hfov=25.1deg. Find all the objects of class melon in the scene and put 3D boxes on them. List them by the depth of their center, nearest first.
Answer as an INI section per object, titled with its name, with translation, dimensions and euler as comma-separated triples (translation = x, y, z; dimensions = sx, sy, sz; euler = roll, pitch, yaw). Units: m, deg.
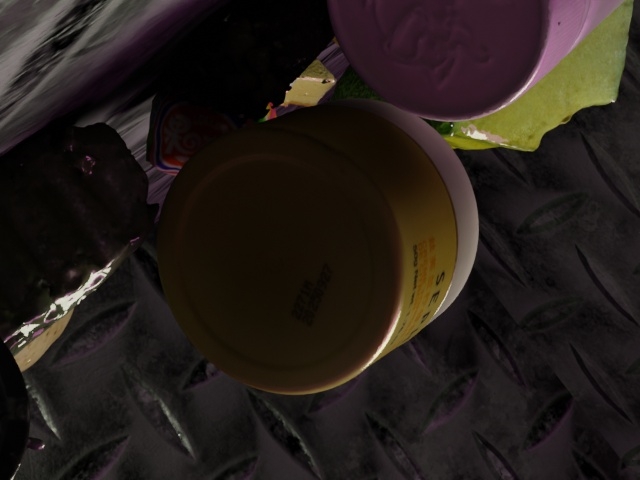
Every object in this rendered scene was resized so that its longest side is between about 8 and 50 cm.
[melon]
translation = 0.151, -0.180, 1.582
dimensions = 0.343, 0.226, 0.331
euler = 8, -130, 51

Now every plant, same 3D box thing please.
[plant]
translation = -0.050, -0.159, 1.186
dimensions = 0.143, 0.092, 0.094
euler = -45, -167, -21

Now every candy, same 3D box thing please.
[candy]
translation = -0.075, -0.155, 1.423
dimensions = 0.124, 0.124, 0.365
euler = -37, -169, 22

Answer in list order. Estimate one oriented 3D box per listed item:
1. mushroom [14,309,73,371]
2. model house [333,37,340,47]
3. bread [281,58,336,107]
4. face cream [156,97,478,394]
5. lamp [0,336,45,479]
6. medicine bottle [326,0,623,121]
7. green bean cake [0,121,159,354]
[mushroom]
translation = -0.314, 0.056, 1.408
dimensions = 0.166, 0.127, 0.166
euler = -57, 173, -12
[model house]
translation = 0.044, -0.236, 1.356
dimensions = 0.100, 0.088, 0.101
euler = -41, 180, -34
[bread]
translation = -0.046, -0.195, 1.838
dimensions = 0.109, 0.080, 0.084
euler = -42, -178, -39
[face cream]
translation = 0.000, 0.000, 1.184
dimensions = 0.218, 0.218, 0.179
euler = -36, 175, 27
[lamp]
translation = -0.296, 0.155, 0.938
dimensions = 0.374, 0.205, 0.272
euler = 8, 136, -46
[medicine bottle]
translation = 0.158, -0.246, 1.227
dimensions = 0.202, 0.202, 0.316
euler = -36, -177, 37
[green bean cake]
translation = -0.243, 0.012, 1.139
dimensions = 0.227, 0.125, 0.222
euler = -44, -174, -31
